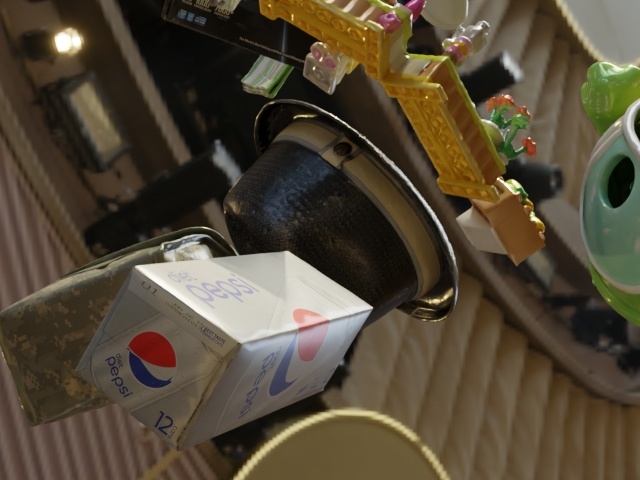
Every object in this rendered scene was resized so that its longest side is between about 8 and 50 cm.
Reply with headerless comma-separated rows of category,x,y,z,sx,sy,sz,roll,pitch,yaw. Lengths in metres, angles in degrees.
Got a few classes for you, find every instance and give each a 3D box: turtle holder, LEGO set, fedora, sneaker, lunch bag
turtle holder,0.389,-0.057,1.307,0.320,0.243,0.227,-75,-28,-42
LEGO set,0.065,-0.121,0.794,0.287,0.132,0.107,41,-112,-1
fedora,0.000,0.000,1.482,0.152,0.334,0.334,-39,-61,-21
sneaker,0.158,-0.388,1.672,0.080,0.094,0.212,-11,-92,-19
lunch bag,-0.221,0.093,1.539,0.287,0.235,0.169,-25,-85,-76

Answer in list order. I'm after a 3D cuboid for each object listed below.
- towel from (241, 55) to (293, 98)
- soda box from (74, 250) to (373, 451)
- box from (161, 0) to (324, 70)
towel,-0.063,-0.257,1.795,0.023,0.152,0.113,33,-90,-19
soda box,-0.060,0.074,0.963,0.091,0.098,0.286,-59,-17,12
box,-0.051,-0.264,1.266,0.180,0.077,0.147,20,-77,-9
